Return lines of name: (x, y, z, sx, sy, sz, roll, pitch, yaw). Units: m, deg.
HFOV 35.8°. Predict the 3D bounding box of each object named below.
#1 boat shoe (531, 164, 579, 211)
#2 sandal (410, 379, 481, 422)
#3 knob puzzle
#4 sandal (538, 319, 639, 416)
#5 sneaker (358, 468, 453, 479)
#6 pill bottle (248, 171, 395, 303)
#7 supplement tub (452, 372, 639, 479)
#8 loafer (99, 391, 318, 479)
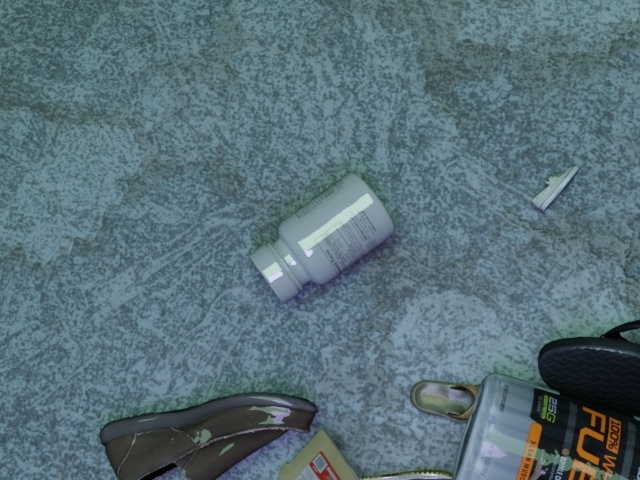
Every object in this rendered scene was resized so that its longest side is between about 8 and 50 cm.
boat shoe: (0.400, -0.095, 1.692, 0.035, 0.035, 0.100, 41, 88, 16)
sandal: (0.232, 0.256, 1.588, 0.180, 0.049, 0.072, 5, 72, 11)
knob puzzle: (-0.004, 0.426, 1.552, 0.213, 0.030, 0.213, -11, 73, 37)
sandal: (0.555, 0.194, 1.523, 0.446, 0.167, 0.107, 5, 47, 3)
sneaker: (0.126, 0.407, 1.550, 0.186, 0.069, 0.083, -9, 78, 13)
pill bottle: (0.000, 0.000, 1.670, 0.229, 0.131, 0.131, -36, 70, -4)
supplement tub: (0.376, 0.337, 1.445, 0.338, 0.207, 0.207, 17, 74, 7)
loafer: (-0.173, 0.329, 1.596, 0.366, 0.134, 0.130, -14, 74, 14)
